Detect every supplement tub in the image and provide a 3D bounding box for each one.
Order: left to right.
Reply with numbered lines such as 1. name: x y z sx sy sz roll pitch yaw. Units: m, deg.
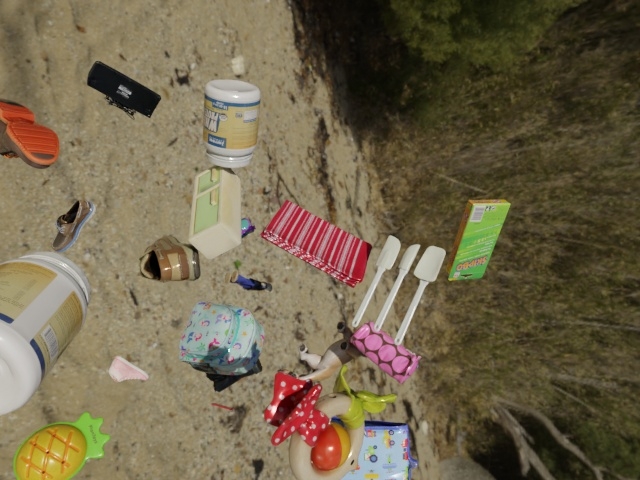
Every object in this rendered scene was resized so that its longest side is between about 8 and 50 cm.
1. supplement tub: -0.634 0.174 1.000 0.316 0.228 0.228 -95 169 -66
2. supplement tub: -0.236 -0.308 1.275 0.144 0.144 0.200 -87 -175 -60

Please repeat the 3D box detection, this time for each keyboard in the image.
1. keyboard: -0.548 -0.409 1.334 0.192 0.100 0.038 26 17 -40

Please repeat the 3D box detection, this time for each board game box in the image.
1. board game box: 0.451 0.003 1.403 0.039 0.124 0.260 -121 -146 -55

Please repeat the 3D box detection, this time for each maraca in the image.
1. maraca: -0.553 0.449 1.037 0.127 0.185 0.099 60 -27 15

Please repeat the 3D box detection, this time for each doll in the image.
1. doll: -0.246 0.157 1.739 0.189 0.129 0.046 25 61 -44

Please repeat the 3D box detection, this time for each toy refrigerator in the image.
1. toy refrigerator: -0.277 -0.089 1.274 0.094 0.102 0.270 52 19 -40

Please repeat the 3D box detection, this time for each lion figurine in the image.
1. lion figurine: 0.062 0.414 1.731 0.240 0.392 0.142 38 30 -51

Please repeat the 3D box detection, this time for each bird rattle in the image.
1. bird rattle: 0.015 0.328 0.833 0.253 0.143 0.207 -1 95 -51

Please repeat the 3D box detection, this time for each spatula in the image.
1. spatula: 0.175 0.110 1.117 0.019 0.168 0.242 40 73 -49

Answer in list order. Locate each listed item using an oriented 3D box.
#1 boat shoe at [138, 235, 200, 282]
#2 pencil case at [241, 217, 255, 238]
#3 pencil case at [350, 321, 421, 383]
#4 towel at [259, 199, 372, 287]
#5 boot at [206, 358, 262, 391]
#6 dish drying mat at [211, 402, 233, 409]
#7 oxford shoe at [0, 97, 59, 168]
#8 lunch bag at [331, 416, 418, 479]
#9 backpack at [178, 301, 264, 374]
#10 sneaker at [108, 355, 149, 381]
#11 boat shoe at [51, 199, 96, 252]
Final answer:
1. boat shoe: -0.442 0.054 1.336 0.324 0.119 0.123 -1 -81 55
2. pencil case: -0.303 -0.017 1.669 0.070 0.151 0.065 22 -39 50
3. pencil case: 0.192 0.327 1.441 0.095 0.209 0.098 7 114 -61
4. towel: 0.000 0.000 1.245 0.031 0.274 0.199 -62 180 33
5. boot: -0.364 0.443 1.877 0.094 0.207 0.247 35 31 -86
6. dish drying mat: -0.379 0.640 1.864 0.032 0.083 0.008 44 57 -65
7. oxford shoe: -0.653 -0.214 1.063 0.096 0.098 0.271 2 32 -49
8. lunch bag: 0.152 0.678 1.496 0.138 0.293 0.221 20 69 -77
9. backpack: -0.320 0.320 1.589 0.191 0.253 0.225 71 31 -55
10. sneaker: -0.618 0.430 1.544 0.134 0.051 0.070 48 51 -32
11. boat shoe: -0.765 -0.049 1.466 0.066 0.183 0.066 32 -3 26
